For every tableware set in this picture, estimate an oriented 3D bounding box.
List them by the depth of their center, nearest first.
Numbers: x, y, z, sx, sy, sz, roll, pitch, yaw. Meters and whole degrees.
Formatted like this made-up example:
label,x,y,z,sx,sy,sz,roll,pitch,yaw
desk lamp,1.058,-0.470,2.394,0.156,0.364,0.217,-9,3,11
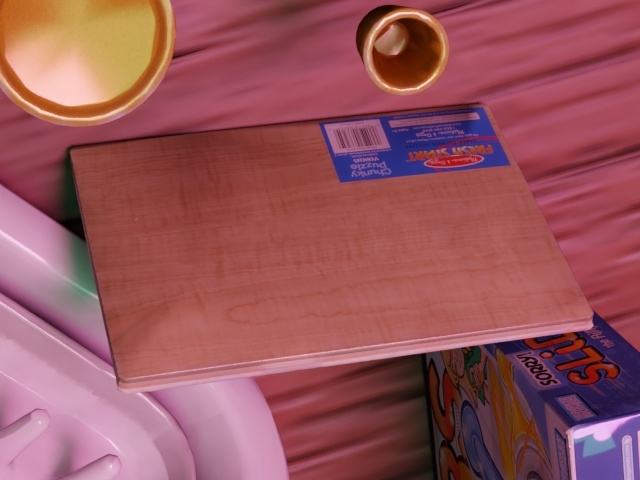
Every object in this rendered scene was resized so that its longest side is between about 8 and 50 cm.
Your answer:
label,x,y,z,sx,sy,sz,roll,pitch,yaw
tableware set,-0.038,-0.072,0.428,0.154,0.024,0.104,13,105,-19

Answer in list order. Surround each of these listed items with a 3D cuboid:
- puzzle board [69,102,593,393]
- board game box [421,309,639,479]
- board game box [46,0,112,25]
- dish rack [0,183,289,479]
label,x,y,z,sx,sy,sz,roll,pitch,yaw
puzzle board,0.000,0.000,0.492,0.128,0.096,0.011,-7,132,-12
board game box,0.071,0.114,0.525,0.035,0.136,0.201,-11,110,-11
board game box,0.002,-0.173,0.448,0.194,0.060,0.194,-14,112,-10
dish rack,-0.156,0.103,0.397,0.285,0.333,0.072,35,134,-21
